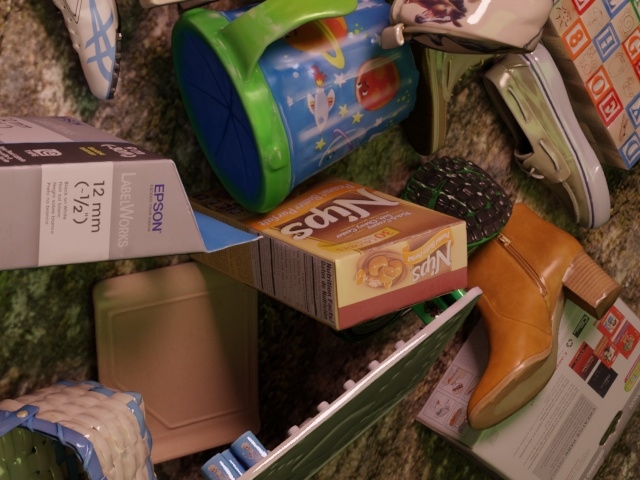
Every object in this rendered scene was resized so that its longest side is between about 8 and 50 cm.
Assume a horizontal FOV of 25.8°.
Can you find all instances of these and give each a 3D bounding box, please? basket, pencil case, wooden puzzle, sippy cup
[{"bbox_3d":[-0.312,0.302,1.544,0.289,0.201,0.255,-39,129,-55],"label":"basket"},{"bbox_3d":[0.183,-0.384,1.450,0.183,0.160,0.410,12,98,-10],"label":"pencil case"},{"bbox_3d":[-0.176,0.146,1.717,0.221,0.044,0.239,-11,106,-33],"label":"wooden puzzle"},{"bbox_3d":[-0.020,-0.179,1.582,0.224,0.305,0.240,-24,105,-19],"label":"sippy cup"}]

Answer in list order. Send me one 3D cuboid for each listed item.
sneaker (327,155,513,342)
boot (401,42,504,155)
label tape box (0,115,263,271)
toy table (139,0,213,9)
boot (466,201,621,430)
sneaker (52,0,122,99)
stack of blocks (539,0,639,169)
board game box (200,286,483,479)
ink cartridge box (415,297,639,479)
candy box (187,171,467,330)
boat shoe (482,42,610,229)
[{"bbox_3d":[0.120,0.007,1.850,0.343,0.134,0.146,-35,166,-34],"label":"sneaker"},{"bbox_3d":[0.181,-0.226,1.834,0.165,0.077,0.213,-16,110,-33],"label":"boot"},{"bbox_3d":[-0.267,-0.058,1.451,0.347,0.249,0.115,-7,108,-34],"label":"label tape box"},{"bbox_3d":[-0.094,-0.349,1.507,0.274,0.252,0.161,-17,98,-23],"label":"toy table"},{"bbox_3d":[0.242,0.098,1.901,0.295,0.211,0.104,-44,150,-12],"label":"boot"},{"bbox_3d":[-0.262,-0.264,1.507,0.086,0.085,0.237,-10,116,-5],"label":"sneaker"},{"bbox_3d":[0.401,-0.268,1.971,0.171,0.087,0.297,-46,125,-16],"label":"stack of blocks"},{"bbox_3d":[0.001,0.223,1.703,0.390,0.050,0.390,-37,167,-21],"label":"board game box"},{"bbox_3d":[0.332,0.211,2.044,0.272,0.130,0.309,41,80,-39],"label":"ink cartridge box"},{"bbox_3d":[0.000,0.000,1.619,0.183,0.316,0.088,-17,113,-32],"label":"candy box"},{"bbox_3d":[0.313,-0.135,1.955,0.094,0.109,0.302,-31,112,-7],"label":"boat shoe"}]
